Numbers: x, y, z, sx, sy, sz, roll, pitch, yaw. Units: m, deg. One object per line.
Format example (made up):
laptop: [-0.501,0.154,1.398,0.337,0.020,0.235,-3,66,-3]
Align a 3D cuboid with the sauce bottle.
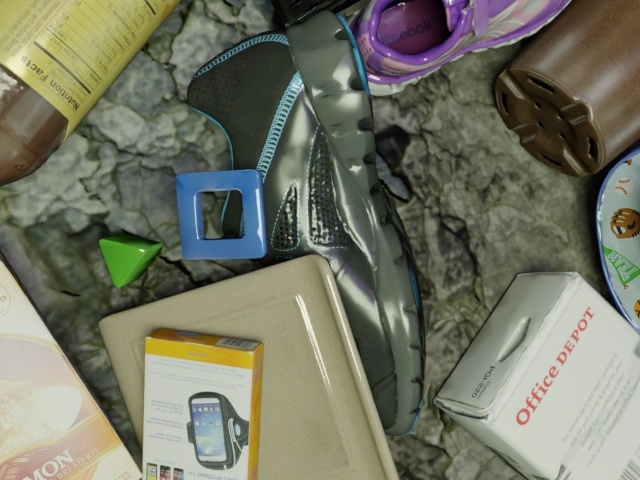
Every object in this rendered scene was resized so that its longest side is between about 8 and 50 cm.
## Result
sauce bottle: [-0.207,-0.124,0.501,0.111,0.111,0.344,40,82,-14]

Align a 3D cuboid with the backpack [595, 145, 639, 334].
backpack: [0.384,-0.004,0.632,0.213,0.263,0.277,-8,83,-51]

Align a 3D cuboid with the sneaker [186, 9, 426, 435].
sneaker: [0.000,0.000,0.590,0.139,0.125,0.341,-14,98,9]

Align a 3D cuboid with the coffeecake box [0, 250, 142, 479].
coffeecake box: [-0.229,0.118,0.479,0.142,0.068,0.185,-33,114,-19]

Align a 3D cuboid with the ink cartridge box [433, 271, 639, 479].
ink cartridge box: [0.237,0.155,0.665,0.218,0.092,0.158,42,74,-15]

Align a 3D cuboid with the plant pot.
plant pot: [0.261,-0.156,0.666,0.165,0.167,0.167,-42,101,-9]

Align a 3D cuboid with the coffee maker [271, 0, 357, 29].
coffee maker: [-0.026,-0.263,0.567,0.171,0.120,0.178,-34,100,-32]

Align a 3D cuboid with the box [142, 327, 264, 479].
box: [-0.085,0.135,0.517,0.081,0.028,0.136,6,102,13]

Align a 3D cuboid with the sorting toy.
sorting toy: [-0.054,0.119,0.545,0.196,0.047,0.348,-17,93,16]

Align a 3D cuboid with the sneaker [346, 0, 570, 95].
sneaker: [0.123,-0.199,0.595,0.236,0.104,0.095,-28,92,5]
